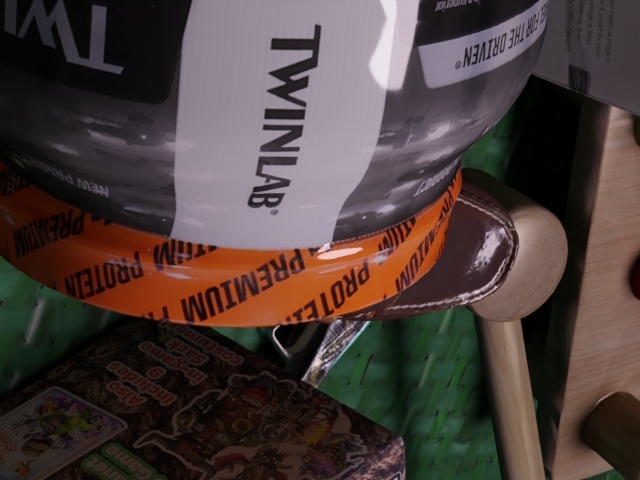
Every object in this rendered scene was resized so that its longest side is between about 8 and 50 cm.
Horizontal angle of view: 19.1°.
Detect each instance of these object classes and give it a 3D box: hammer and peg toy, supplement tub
[{"bbox_3d":[0.185,0.012,1.008,0.361,0.127,0.266,-15,125,-28],"label":"hammer and peg toy"},{"bbox_3d":[-0.021,-0.158,0.568,0.207,0.207,0.338,-23,129,-43],"label":"supplement tub"}]

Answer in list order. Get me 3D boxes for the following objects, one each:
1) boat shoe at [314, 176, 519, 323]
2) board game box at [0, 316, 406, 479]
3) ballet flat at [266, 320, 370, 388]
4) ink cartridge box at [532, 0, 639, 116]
[{"bbox_3d":[0.000,0.000,0.761,0.207,0.073,0.073,5,104,-32],"label":"boat shoe"},{"bbox_3d":[-0.109,0.206,0.752,0.291,0.141,0.232,-33,136,-36],"label":"board game box"},{"bbox_3d":[-0.015,0.059,0.877,0.114,0.041,0.041,-58,145,-7],"label":"ballet flat"},{"bbox_3d":[0.126,-0.120,0.848,0.056,0.135,0.099,-32,135,-38],"label":"ink cartridge box"}]
